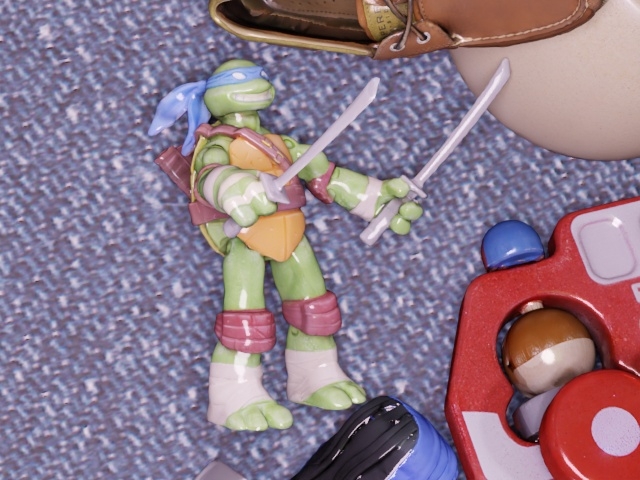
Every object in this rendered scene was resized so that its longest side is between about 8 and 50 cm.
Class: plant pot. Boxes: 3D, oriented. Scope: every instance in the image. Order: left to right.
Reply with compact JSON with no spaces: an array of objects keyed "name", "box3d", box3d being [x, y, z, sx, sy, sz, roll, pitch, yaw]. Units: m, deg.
[{"name":"plant pot","box3d":[0.248,-0.209,1.294,0.284,0.191,0.284,0,89,-10]}]

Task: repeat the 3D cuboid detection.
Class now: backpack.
[{"name":"backpack","box3d":[0.047,0.185,1.289,0.101,0.098,0.120,38,92,-37]}]

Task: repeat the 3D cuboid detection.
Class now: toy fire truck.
[{"name":"toy fire truck","box3d":[0.237,0.089,1.313,0.302,0.169,0.254,-13,66,-11]}]

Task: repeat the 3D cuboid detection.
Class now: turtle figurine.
[{"name":"turtle figurine","box3d":[0.000,0.000,1.229,0.274,0.198,0.266,-1,98,9]}]

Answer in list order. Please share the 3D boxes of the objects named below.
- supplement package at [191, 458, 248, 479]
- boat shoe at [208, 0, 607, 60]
[{"name":"supplement package","box3d":[-0.033,0.331,1.230,0.175,0.177,0.293,-43,94,-9]},{"name":"boat shoe","box3d":[0.061,-0.175,1.223,0.104,0.307,0.111,-49,131,-44]}]
